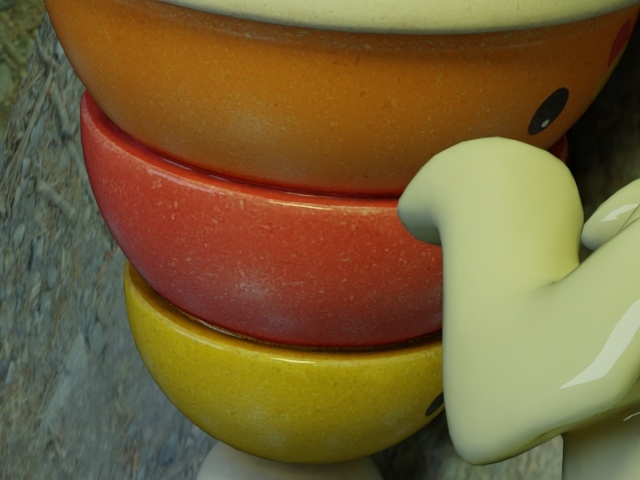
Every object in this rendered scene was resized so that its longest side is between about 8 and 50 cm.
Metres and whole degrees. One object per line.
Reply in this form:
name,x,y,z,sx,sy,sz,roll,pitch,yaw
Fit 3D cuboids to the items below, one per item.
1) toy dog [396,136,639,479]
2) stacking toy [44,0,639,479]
toy dog,0.191,0.055,0.569,0.395,0.284,0.408,16,93,51
stacking toy,0.000,0.000,1.044,0.350,0.350,0.480,-125,35,-57
